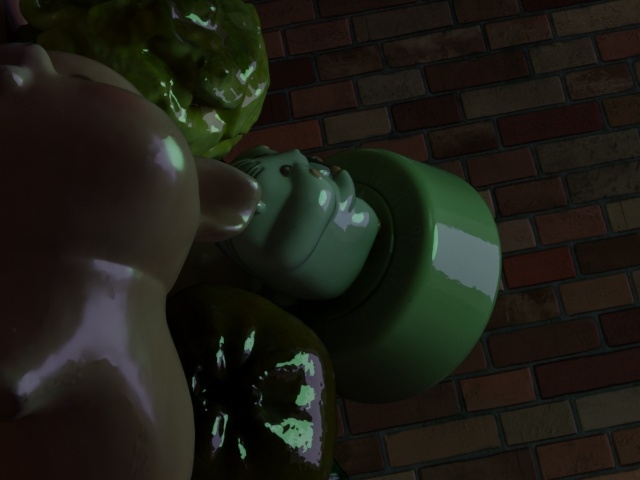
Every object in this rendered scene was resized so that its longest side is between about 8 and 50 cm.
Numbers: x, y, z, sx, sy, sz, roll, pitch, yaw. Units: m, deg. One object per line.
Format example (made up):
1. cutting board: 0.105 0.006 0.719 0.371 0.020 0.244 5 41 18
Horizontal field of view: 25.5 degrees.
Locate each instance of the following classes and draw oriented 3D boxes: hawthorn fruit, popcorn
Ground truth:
1. hawthorn fruit: -0.119 0.201 1.478 0.301 0.268 0.267 104 -22 -60
2. popcorn: -0.192 -0.173 1.450 0.237 0.293 0.293 -37 -124 46

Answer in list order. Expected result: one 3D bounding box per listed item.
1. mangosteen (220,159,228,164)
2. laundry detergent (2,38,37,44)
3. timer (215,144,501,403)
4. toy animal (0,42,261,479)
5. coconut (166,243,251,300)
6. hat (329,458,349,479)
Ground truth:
1. mangosteen: -0.214 -0.055 2.124 0.210 0.210 0.210 170 -90 -89
2. laundry detergent: -0.258 -0.073 1.305 0.099 0.070 0.225 -48 127 -81
3. timer: 0.000 0.000 1.545 0.315 0.291 0.290 30 39 -46
4. toy animal: -0.164 0.043 0.852 0.269 0.237 0.326 -81 167 -65
5. coconut: -0.159 0.059 1.766 0.245 0.233 0.233 104 -24 -77
6. hat: -0.128 0.366 1.853 0.274 0.242 0.332 45 -38 -5
